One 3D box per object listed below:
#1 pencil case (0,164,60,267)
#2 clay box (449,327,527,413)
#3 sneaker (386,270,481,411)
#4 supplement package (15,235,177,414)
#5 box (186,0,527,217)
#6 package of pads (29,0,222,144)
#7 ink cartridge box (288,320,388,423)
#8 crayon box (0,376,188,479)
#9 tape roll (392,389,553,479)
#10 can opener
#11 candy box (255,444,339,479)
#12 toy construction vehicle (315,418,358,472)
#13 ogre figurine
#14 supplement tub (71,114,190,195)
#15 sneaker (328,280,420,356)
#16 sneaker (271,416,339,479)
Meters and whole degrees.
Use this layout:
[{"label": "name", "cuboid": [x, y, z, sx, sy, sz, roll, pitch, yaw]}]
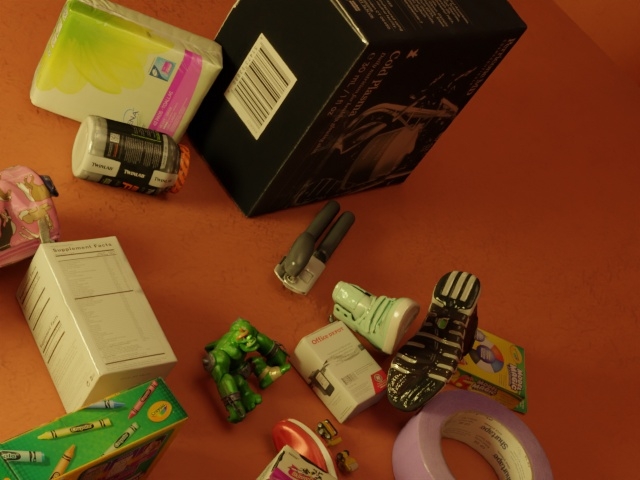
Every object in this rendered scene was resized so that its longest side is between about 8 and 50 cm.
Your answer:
[{"label": "pencil case", "cuboid": [-0.565, 0.008, 1.725, 0.386, 0.167, 0.160, -26, 99, -47]}, {"label": "clay box", "cuboid": [0.310, 0.234, 2.216, 0.222, 0.053, 0.127, 23, 41, -14]}, {"label": "sneaker", "cuboid": [0.217, 0.205, 2.061, 0.106, 0.162, 0.281, 21, 66, 25]}, {"label": "supplement package", "cuboid": [-0.345, 0.132, 1.775, 0.139, 0.134, 0.244, -6, 55, -40]}, {"label": "box", "cuboid": [0.053, -0.331, 2.259, 0.471, 0.480, 0.297, -17, 63, -44]}, {"label": "package of pads", "cuboid": [-0.358, -0.302, 2.130, 0.296, 0.229, 0.101, 20, 37, -21]}, {"label": "ink cartridge box", "cuboid": [0.035, 0.225, 2.015, 0.109, 0.063, 0.150, -22, 65, -47]}, {"label": "crayon box", "cuboid": [-0.330, 0.303, 1.588, 0.278, 0.165, 0.081, -20, 63, -46]}, {"label": "tape roll", "cuboid": [0.262, 0.393, 1.992, 0.275, 0.090, 0.275, 20, 42, -19]}, {"label": "can opener", "cuboid": [0.000, 0.000, 2.191, 0.076, 0.095, 0.283, 37, 39, 0]}, {"label": "candy box", "cuboid": [-0.046, 0.409, 1.635, 0.159, 0.233, 0.071, 35, 39, -2]}, {"label": "toy construction vehicle", "cuboid": [0.010, 0.349, 1.902, 0.098, 0.035, 0.086, 50, 30, 13]}, {"label": "ogre figurine", "cuboid": [-0.128, 0.204, 1.901, 0.118, 0.097, 0.197, 52, 54, -9]}, {"label": "supplement tub", "cuboid": [-0.337, -0.147, 2.076, 0.190, 0.117, 0.117, 13, 44, -25]}, {"label": "sneaker", "cuboid": [0.084, 0.126, 2.040, 0.151, 0.256, 0.094, 34, 75, 5]}, {"label": "sneaker", "cuboid": [-0.037, 0.379, 1.791, 0.128, 0.087, 0.221, -12, 58, -44]}]
